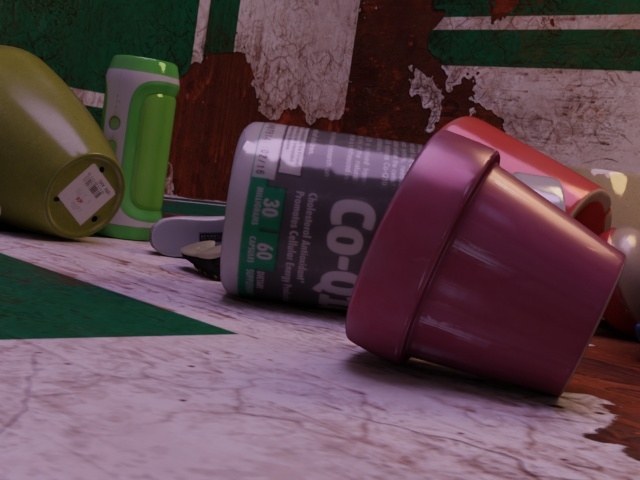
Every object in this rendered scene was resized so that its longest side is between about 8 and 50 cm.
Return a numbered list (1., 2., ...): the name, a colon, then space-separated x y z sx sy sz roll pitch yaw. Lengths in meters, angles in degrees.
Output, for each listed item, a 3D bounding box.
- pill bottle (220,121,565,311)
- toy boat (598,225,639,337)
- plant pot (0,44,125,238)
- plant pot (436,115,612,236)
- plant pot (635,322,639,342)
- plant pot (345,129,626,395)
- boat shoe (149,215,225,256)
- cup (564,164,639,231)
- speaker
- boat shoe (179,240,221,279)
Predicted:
1. pill bottle: 0.079 -0.013 1.092 0.361 0.204 0.204 8 4 1
2. toy boat: 0.391 0.066 1.313 0.151 0.151 0.231 -22 -6 16
3. plant pot: -0.439 -0.126 1.474 0.293 0.275 0.275 31 17 38
4. plant pot: 0.285 -0.025 1.448 0.243 0.275 0.275 25 13 35
5. plant pot: 0.487 0.043 1.074 0.236 0.212 0.236 10 4 28
6. plant pot: 0.143 0.033 0.798 0.180 0.201 0.201 26 8 13
7. boat shoe: -0.146 -0.003 1.453 0.228 0.080 0.076 0 7 -14
8. cup: 0.520 -0.014 1.802 0.331 0.237 0.331 8 5 -1
9. speaker: -0.312 -0.154 1.601 0.131 0.296 0.131 8 4 -1
10. boat shoe: -0.149 0.025 1.260 0.049 0.042 0.133 -22 16 -24
